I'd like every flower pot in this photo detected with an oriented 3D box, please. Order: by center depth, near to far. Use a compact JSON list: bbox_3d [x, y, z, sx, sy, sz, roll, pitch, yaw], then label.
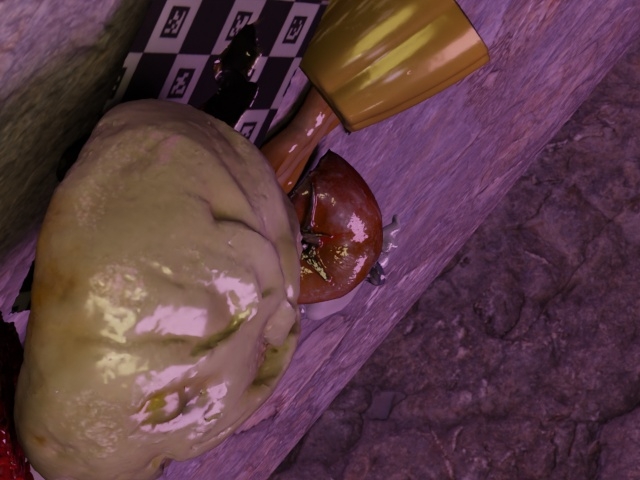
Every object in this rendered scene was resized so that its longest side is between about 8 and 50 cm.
[{"bbox_3d":[0.064,-0.224,1.888,0.179,0.195,0.195,-38,167,1],"label":"flower pot"}]

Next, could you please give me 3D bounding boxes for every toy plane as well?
[{"bbox_3d":[0.011,0.031,2.552,0.267,0.122,0.267,-28,158,-12],"label":"toy plane"}]

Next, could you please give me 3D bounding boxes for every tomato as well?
[{"bbox_3d":[0.000,0.000,2.294,0.214,0.155,0.181,-51,-175,19],"label":"tomato"}]

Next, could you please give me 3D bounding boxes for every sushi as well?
[{"bbox_3d":[-0.161,-0.107,1.690,0.343,0.064,0.359,-63,161,17],"label":"sushi"}]

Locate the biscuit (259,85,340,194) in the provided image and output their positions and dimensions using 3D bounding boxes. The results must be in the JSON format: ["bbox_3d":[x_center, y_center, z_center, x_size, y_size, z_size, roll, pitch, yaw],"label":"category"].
[{"bbox_3d":[-0.019,-0.136,2.133,0.208,0.047,0.164,-50,166,-1],"label":"biscuit"}]

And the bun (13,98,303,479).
[{"bbox_3d":[-0.130,0.067,1.526,0.365,0.219,0.365,15,90,-80],"label":"bun"}]

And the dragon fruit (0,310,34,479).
[{"bbox_3d":[-0.327,0.165,1.522,0.302,0.240,0.330,-66,-174,-34],"label":"dragon fruit"}]

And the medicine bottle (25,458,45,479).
[{"bbox_3d":[-0.299,0.200,1.954,0.341,0.130,0.130,-55,166,20],"label":"medicine bottle"}]
